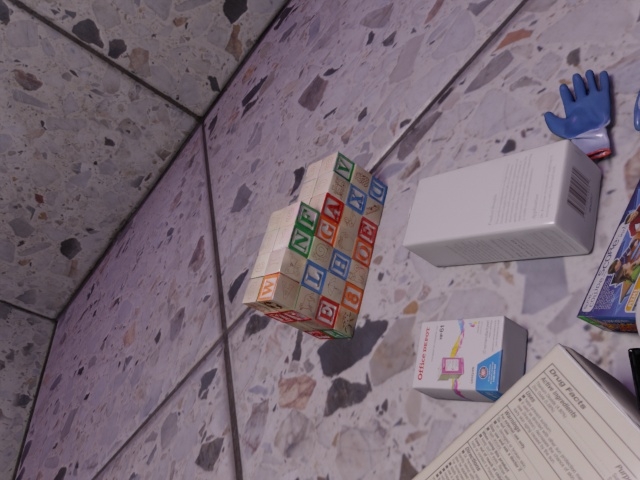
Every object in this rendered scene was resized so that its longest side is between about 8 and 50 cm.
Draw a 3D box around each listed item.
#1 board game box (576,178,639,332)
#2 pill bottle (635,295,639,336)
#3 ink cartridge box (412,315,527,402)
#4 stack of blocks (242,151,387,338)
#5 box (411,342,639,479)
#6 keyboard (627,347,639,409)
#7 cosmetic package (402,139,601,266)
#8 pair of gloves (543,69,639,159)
[{"bbox_3d":[0.324,-0.010,0.480,0.201,0.035,0.136,-63,-7,-5],"label":"board game box"},{"bbox_3d":[0.337,0.036,0.356,0.194,0.108,0.108,-24,30,-11],"label":"pill bottle"},{"bbox_3d":[0.177,0.144,0.617,0.123,0.052,0.088,-18,50,50],"label":"ink cartridge box"},{"bbox_3d":[0.000,0.000,0.881,0.087,0.171,0.296,-15,52,50],"label":"stack of blocks"},{"bbox_3d":[0.172,0.259,0.456,0.311,0.121,0.148,-49,32,16],"label":"box"},{"bbox_3d":[0.348,0.104,0.389,0.192,0.038,0.100,-10,24,29],"label":"keyboard"},{"bbox_3d":[0.227,-0.038,0.672,0.231,0.086,0.117,-10,56,54],"label":"cosmetic package"},{"bbox_3d":[0.375,-0.173,0.632,0.198,0.023,0.159,-22,45,44],"label":"pair of gloves"}]
